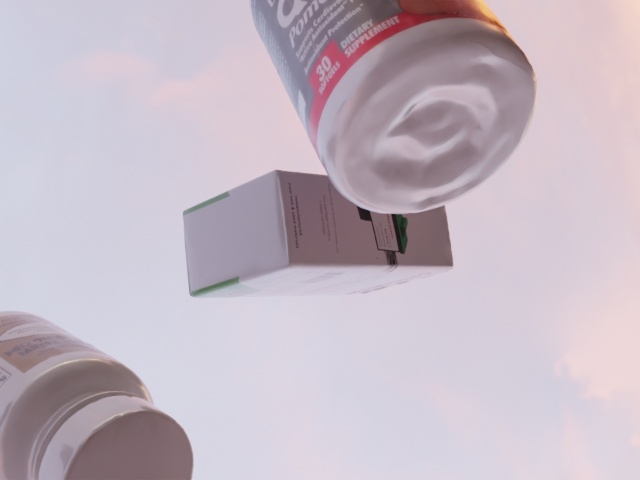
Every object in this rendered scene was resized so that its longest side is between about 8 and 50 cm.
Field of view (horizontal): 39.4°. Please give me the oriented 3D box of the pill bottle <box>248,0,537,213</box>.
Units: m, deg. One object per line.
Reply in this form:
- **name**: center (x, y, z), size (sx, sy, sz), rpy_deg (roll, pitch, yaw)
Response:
- **pill bottle**: center (0.039, -0.189, 0.771), size (0.176, 0.176, 0.319), rpy_deg (17, -144, -38)

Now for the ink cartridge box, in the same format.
- **ink cartridge box**: center (0.000, 0.000, 0.885), size (0.219, 0.160, 0.093), rpy_deg (1, -103, -42)

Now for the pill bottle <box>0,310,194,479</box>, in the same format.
- **pill bottle**: center (-0.200, 0.141, 0.679), size (0.131, 0.229, 0.131), rpy_deg (-12, -72, -39)
